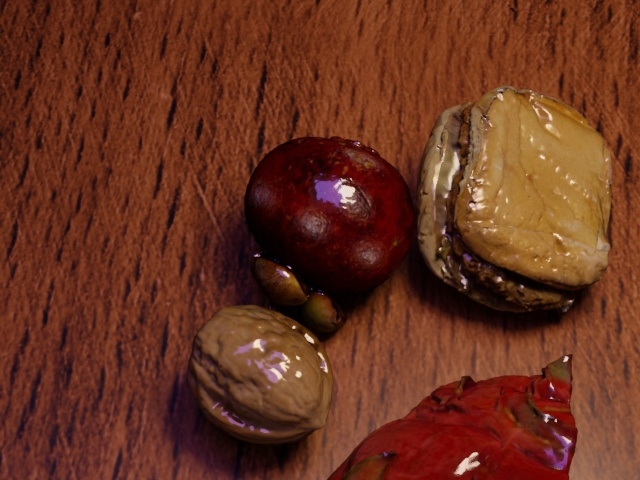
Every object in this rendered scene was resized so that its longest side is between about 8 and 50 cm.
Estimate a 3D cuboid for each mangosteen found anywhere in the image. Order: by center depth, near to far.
[{"bbox_3d":[0.000,0.000,1.675,0.215,0.215,0.257,20,88,12],"label":"mangosteen"}]

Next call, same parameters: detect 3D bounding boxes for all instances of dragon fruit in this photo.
[{"bbox_3d":[0.157,0.218,1.497,0.286,0.228,0.329,21,59,15],"label":"dragon fruit"}]

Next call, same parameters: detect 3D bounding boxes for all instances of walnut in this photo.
[{"bbox_3d":[-0.065,0.160,1.573,0.184,0.155,0.155,32,60,23],"label":"walnut"}]

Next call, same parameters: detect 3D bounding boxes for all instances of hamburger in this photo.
[{"bbox_3d":[0.243,-0.047,1.715,0.259,0.144,0.283,29,53,-18],"label":"hamburger"}]
